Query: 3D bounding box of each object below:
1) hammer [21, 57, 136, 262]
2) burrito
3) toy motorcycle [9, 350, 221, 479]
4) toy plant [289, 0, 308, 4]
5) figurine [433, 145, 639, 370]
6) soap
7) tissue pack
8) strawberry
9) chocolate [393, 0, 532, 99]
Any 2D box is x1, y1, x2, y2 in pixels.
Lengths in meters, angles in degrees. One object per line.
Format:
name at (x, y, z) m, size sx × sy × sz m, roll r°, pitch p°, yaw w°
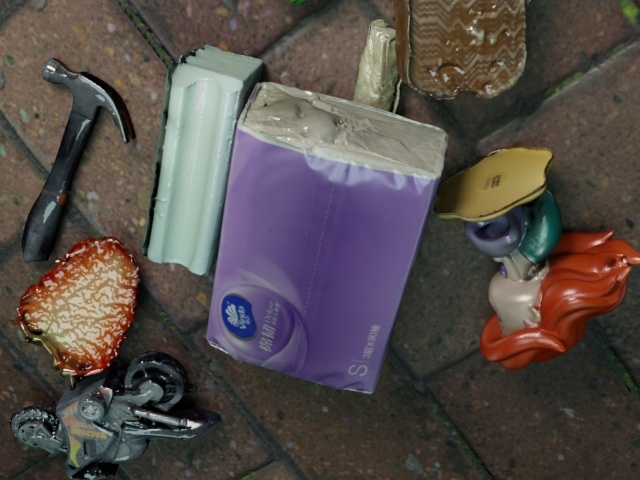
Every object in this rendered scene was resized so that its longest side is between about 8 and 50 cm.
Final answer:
hammer at (-0.348, -0.090, 1.150) m, size 0.137 × 0.037 × 0.290 m, roll 26°, pitch 113°, yaw 0°
burrito at (0.069, -0.176, 1.039) m, size 0.058 × 0.045 × 0.188 m, roll 24°, pitch 119°, yaw 27°
toy motorcycle at (-0.311, 0.272, 1.261) m, size 0.307 × 0.108 × 0.173 m, roll -23°, pitch 115°, yaw 17°
toy plant at (0.027, -0.371, 0.946) m, size 0.240 × 0.088 × 0.155 m, roll -31°, pitch 121°, yaw 5°
figurine at (0.266, 0.031, 1.024) m, size 0.208 × 0.181 × 0.257 m, roll -32°, pitch 113°, yaw -9°
soap at (-0.142, -0.099, 1.049) m, size 0.094 × 0.150 × 0.262 m, roll 16°, pitch 115°, yaw 7°
tissue pack at (0.000, 0.000, 1.035) m, size 0.242 × 0.160 × 0.338 m, roll 14°, pitch 124°, yaw 3°
strawberry at (-0.324, 0.093, 1.201) m, size 0.208 × 0.087 × 0.167 m, roll -40°, pitch 100°, yaw 5°
chocolate at (0.155, -0.272, 0.949) m, size 0.148 × 0.093 × 0.214 m, roll -4°, pitch 114°, yaw -6°
